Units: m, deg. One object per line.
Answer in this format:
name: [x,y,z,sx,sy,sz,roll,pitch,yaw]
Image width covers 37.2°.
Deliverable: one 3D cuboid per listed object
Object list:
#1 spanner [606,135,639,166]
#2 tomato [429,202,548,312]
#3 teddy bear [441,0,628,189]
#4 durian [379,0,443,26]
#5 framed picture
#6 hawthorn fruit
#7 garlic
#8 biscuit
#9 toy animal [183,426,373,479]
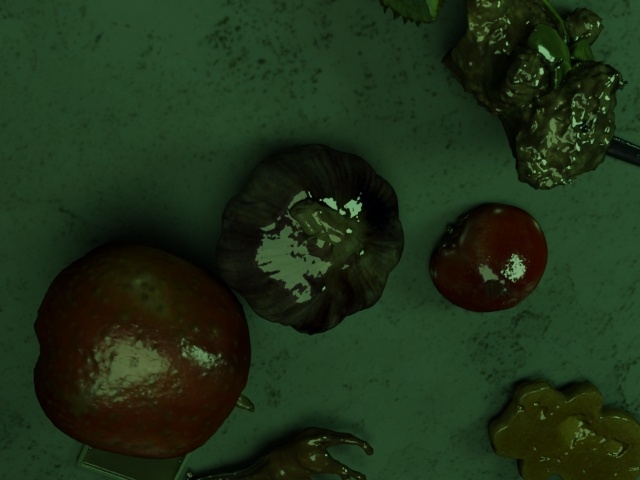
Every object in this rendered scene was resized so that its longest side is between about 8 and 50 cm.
spanner: [0.439,-0.095,1.229,0.208,0.012,0.046,19,114,-11]
tomato: [0.224,0.034,1.236,0.139,0.091,0.159,37,106,-19]
teddy bear: [0.256,-0.222,1.047,0.222,0.246,0.296,29,123,13]
durian: [0.088,-0.392,0.980,0.172,0.166,0.306,10,123,-4]
framed picture: [-0.248,0.270,1.366,0.150,0.015,0.203,22,113,-12]
hawthorn fruit: [-0.208,0.142,1.172,0.299,0.275,0.275,29,110,-14]
garlic: [0.000,0.000,1.155,0.245,0.160,0.245,-4,99,-27]
biscuit: [0.371,0.290,1.394,0.249,0.035,0.184,22,113,-13]
toy animal: [-0.063,0.337,1.384,0.229,0.066,0.224,18,132,-21]
